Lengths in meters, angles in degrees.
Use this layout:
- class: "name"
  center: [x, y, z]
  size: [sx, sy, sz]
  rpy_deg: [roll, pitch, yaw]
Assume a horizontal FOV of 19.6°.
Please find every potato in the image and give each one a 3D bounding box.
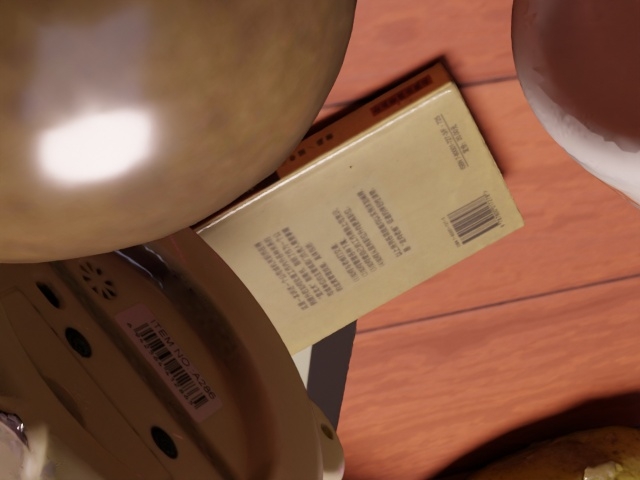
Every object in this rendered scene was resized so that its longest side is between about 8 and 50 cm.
- class: "potato"
  center: [0.194, 0.237, 1.507]
  size: [0.228, 0.148, 0.197]
  rpy_deg: [-28, 171, 15]

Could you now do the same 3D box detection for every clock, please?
- class: "clock"
  center: [-0.115, 0.078, 0.875]
  size: [0.114, 0.284, 0.309]
  rpy_deg: [-42, 177, 19]

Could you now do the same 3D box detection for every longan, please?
- class: "longan"
  center: [-0.111, -0.107, 0.697]
  size: [0.258, 0.258, 0.258]
  rpy_deg: [-18, 148, -12]

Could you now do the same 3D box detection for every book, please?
- class: "book"
  center: [0.000, 0.000, 1.118]
  size: [0.231, 0.026, 0.161]
  rpy_deg: [-29, 143, 3]

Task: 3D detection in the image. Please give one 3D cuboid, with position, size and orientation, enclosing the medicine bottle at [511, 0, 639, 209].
- class: "medicine bottle"
  center: [0.277, -0.076, 1.046]
  size: [0.211, 0.211, 0.371]
  rpy_deg: [-37, 147, 18]

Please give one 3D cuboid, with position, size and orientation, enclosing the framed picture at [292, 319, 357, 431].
- class: "framed picture"
  center: [-0.104, 0.138, 1.278]
  size: [0.265, 0.016, 0.347]
  rpy_deg: [-16, 147, -16]
